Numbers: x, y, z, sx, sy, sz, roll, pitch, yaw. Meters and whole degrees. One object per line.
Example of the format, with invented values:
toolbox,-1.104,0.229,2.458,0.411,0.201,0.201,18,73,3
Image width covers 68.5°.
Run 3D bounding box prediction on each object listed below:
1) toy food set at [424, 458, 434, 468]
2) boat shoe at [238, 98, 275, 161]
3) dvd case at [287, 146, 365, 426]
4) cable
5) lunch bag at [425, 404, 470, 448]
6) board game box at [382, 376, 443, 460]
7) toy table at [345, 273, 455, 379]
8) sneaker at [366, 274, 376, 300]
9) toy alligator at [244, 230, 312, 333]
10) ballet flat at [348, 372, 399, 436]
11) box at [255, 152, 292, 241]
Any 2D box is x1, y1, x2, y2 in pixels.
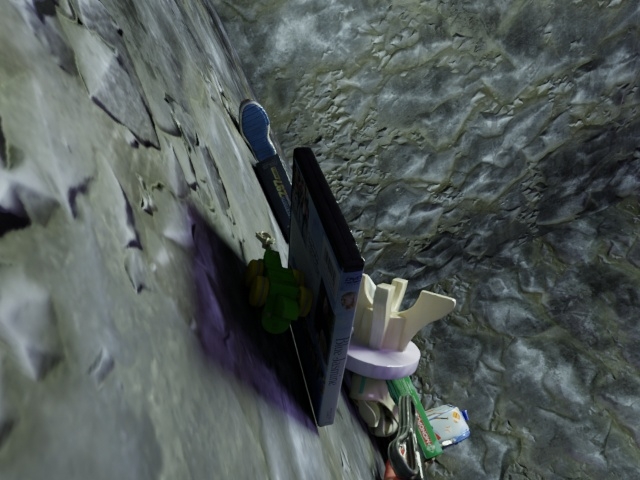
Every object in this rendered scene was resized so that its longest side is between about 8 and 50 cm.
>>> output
toy food set,0.234,0.497,1.113,0.122,0.019,0.078,90,-20,-53
boat shoe,-0.149,-0.249,1.039,0.183,0.066,0.066,82,-17,-60
dvd case,-0.006,0.054,0.503,0.180,0.022,0.253,-111,-160,-46
cable,0.142,0.373,0.859,0.140,0.072,0.287,62,13,-19
lunch bag,0.348,0.601,1.478,0.303,0.243,0.115,61,5,-72
board game box,0.170,0.381,1.136,0.214,0.046,0.317,105,-32,-53
toy table,0.133,0.163,0.964,0.274,0.252,0.161,-21,125,-83
sneaker,0.151,0.249,1.467,0.108,0.169,0.293,-113,179,-67
toy alligator,-0.052,0.046,0.489,0.190,0.056,0.051,-124,-128,-64
ballet flat,0.114,0.350,0.956,0.086,0.086,0.248,-111,175,-51
box,-0.076,-0.094,1.084,0.233,0.059,0.184,-92,158,-85
